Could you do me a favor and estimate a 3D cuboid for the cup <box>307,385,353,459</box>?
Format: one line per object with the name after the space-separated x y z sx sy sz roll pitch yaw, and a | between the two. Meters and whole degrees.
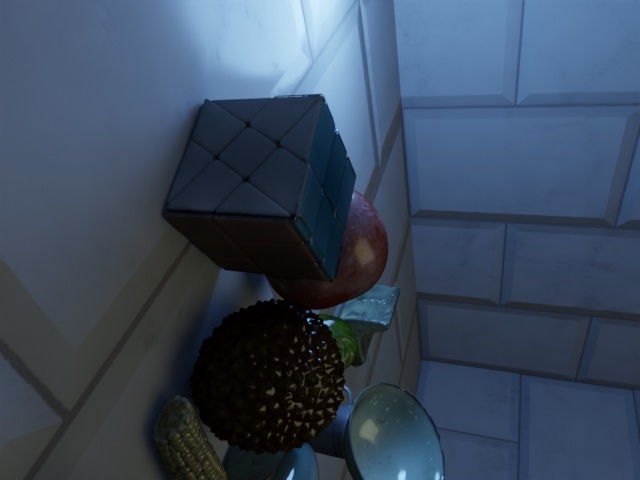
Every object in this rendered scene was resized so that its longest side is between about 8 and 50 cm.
0.015 0.486 1.394 0.134 0.142 0.173 -35 126 -65 | cup

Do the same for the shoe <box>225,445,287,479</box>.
-0.117 0.440 1.096 0.251 0.103 0.100 -39 167 -51 | shoe

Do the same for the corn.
-0.211 0.338 0.817 0.087 0.087 0.210 -63 147 -48 | corn

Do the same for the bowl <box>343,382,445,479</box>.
0.155 0.537 1.315 0.146 0.313 0.313 -43 -167 40 | bowl

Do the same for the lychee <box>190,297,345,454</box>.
-0.095 0.229 0.890 0.267 0.268 0.267 4 90 -71 | lychee

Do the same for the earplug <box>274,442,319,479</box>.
-0.087 0.565 1.115 0.324 0.185 0.185 -67 155 -61 | earplug

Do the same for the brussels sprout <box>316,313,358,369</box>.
0.001 0.259 1.291 0.181 0.144 0.161 9 52 -34 | brussels sprout

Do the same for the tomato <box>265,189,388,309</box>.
0.000 0.000 1.066 0.227 0.270 0.270 65 34 -43 | tomato

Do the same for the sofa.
0.172 0.287 1.752 0.210 0.176 0.225 -60 148 -52 | sofa

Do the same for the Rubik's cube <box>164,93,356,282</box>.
-0.084 -0.081 0.872 0.224 0.222 0.231 58 41 -59 | Rubik's cube
